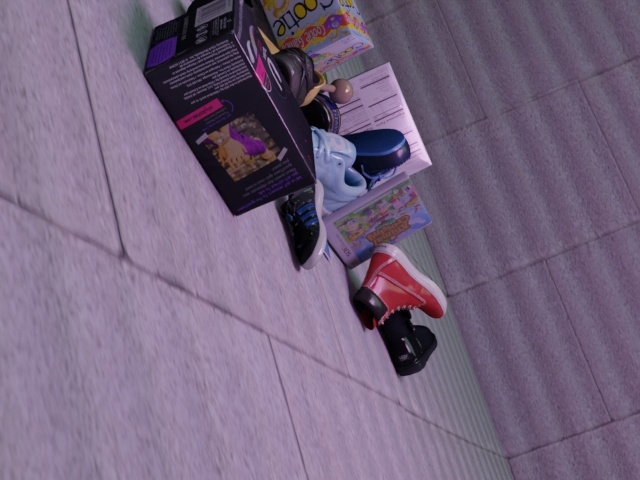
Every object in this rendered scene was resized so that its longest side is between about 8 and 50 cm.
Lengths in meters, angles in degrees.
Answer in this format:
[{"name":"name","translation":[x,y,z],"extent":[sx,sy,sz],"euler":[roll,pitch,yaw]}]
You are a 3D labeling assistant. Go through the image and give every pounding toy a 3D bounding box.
[{"name":"pounding toy","translation":[-0.032,-0.389,1.954],"extent":[0.183,0.110,0.237],"euler":[18,17,-42]}]

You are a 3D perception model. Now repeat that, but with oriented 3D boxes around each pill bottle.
[{"name":"pill bottle","translation":[-0.022,-0.252,1.979],"extent":[0.219,0.123,0.123],"euler":[-49,116,-76]}]

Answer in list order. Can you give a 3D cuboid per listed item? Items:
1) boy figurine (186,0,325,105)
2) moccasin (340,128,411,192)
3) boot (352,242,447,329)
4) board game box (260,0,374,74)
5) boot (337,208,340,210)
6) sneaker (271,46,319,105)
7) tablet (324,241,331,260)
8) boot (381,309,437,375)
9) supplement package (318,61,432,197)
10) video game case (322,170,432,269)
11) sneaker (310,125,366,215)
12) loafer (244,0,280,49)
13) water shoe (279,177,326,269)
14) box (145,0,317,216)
[{"name":"boy figurine","translation":[-0.106,-0.316,1.637],"extent":[0.285,0.092,0.177],"euler":[33,31,-35]},{"name":"moccasin","translation":[0.096,-0.169,2.016],"extent":[0.342,0.137,0.117],"euler":[12,-53,64]},{"name":"boot","translation":[0.169,0.144,2.035],"extent":[0.244,0.088,0.176],"euler":[41,63,-32]},{"name":"board game box","translation":[-0.029,-0.471,1.786],"extent":[0.275,0.144,0.142],"euler":[68,19,7]},{"name":"boot","translation":[0.064,-0.069,2.216],"extent":[0.099,0.045,0.121],"euler":[-100,166,-46]},{"name":"sneaker","translation":[-0.061,-0.222,1.561],"extent":[0.130,0.087,0.227],"euler":[-45,155,-49]},{"name":"tablet","translation":[0.000,0.000,1.900],"extent":[0.054,0.006,0.083],"euler":[-100,162,-44]},{"name":"boot","translation":[0.194,0.183,2.206],"extent":[0.246,0.094,0.207],"euler":[-45,116,-71]},{"name":"supplement package","translation":[0.106,-0.261,2.250],"extent":[0.263,0.198,0.199],"euler":[66,-9,-9]},{"name":"video game case","translation":[0.119,-0.038,1.982],"extent":[0.023,0.212,0.193],"euler":[63,6,36]},{"name":"sneaker","translation":[-0.018,-0.179,1.791],"extent":[0.366,0.150,0.135],"euler":[46,24,-57]},{"name":"loafer","translation":[-0.140,-0.408,1.836],"extent":[0.111,0.112,0.319],"euler":[21,39,-20]},{"name":"water shoe","translation":[-0.040,-0.036,1.686],"extent":[0.080,0.073,0.203],"euler":[20,45,-25]},{"name":"box","translation":[-0.124,-0.201,1.383],"extent":[0.165,0.143,0.270],"euler":[-95,159,-54]}]
